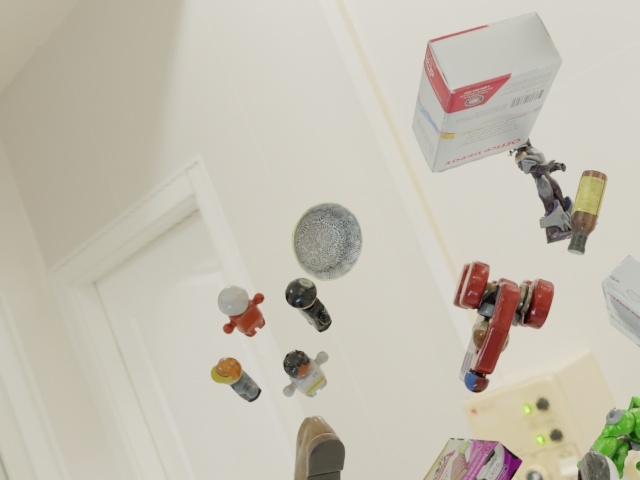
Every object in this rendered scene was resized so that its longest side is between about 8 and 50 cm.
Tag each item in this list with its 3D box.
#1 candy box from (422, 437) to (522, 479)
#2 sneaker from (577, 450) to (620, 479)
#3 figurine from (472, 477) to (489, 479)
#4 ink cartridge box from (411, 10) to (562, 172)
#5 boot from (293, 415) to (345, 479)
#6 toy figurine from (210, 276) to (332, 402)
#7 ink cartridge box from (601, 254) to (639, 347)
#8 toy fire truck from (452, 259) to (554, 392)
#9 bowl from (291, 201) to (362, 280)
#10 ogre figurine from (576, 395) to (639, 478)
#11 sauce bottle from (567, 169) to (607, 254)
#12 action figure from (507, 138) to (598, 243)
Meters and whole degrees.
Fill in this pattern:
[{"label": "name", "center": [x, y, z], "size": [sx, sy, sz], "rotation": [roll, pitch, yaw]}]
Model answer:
[{"label": "candy box", "center": [0.295, 0.489, 1.725], "size": [0.159, 0.071, 0.233], "rotation": [-52, 5, -19]}, {"label": "sneaker", "center": [0.411, 0.382, 1.086], "size": [0.144, 0.270, 0.090], "rotation": [-4, 24, 8]}, {"label": "figurine", "center": [0.208, 0.418, 0.984], "size": [0.209, 0.214, 0.092], "rotation": [-35, -38, -39]}, {"label": "ink cartridge box", "center": [0.312, -0.281, 1.645], "size": [0.226, 0.131, 0.306], "rotation": [-17, -21, -8]}, {"label": "boot", "center": [-0.017, 0.516, 1.823], "size": [0.112, 0.306, 0.115], "rotation": [1, 26, -22]}, {"label": "toy figurine", "center": [-0.088, 0.182, 1.531], "size": [0.212, 0.210, 0.148], "rotation": [-4, -31, 15]}, {"label": "ink cartridge box", "center": [0.383, 0.083, 0.987], "size": [0.052, 0.088, 0.122], "rotation": [-44, -36, -3]}, {"label": "toy fire truck", "center": [0.350, 0.185, 1.727], "size": [0.169, 0.254, 0.302], "rotation": [16, -3, 5]}, {"label": "bowl", "center": [0.000, 0.000, 1.820], "size": [0.170, 0.170, 0.080], "rotation": [-19, 12, -24]}, {"label": "ogre figurine", "center": [0.508, 0.319, 1.339], "size": [0.196, 0.118, 0.097], "rotation": [6, 17, 3]}, {"label": "sauce bottle", "center": [0.402, -0.042, 1.277], "size": [0.042, 0.128, 0.042], "rotation": [18, -10, 3]}, {"label": "action figure", "center": [0.523, -0.138, 1.953], "size": [0.099, 0.285, 0.185], "rotation": [-33, -13, 38]}]
